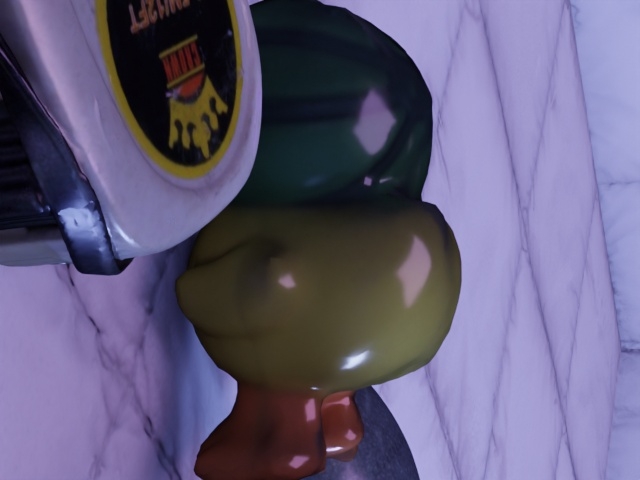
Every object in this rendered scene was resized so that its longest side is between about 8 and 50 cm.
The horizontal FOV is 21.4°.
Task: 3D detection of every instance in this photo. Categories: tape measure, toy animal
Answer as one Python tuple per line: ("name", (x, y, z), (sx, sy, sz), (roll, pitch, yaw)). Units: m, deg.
("tape measure", (-0.137, -0.082, 0.844), (0.271, 0.133, 0.231), (-46, 127, -63))
("toy animal", (0.003, -0.001, 1.176), (0.216, 0.191, 0.338), (-8, 99, -72))

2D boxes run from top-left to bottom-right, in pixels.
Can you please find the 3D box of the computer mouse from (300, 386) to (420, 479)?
("computer mouse", (0.027, 0.279, 1.403), (0.203, 0.114, 0.374), (-51, 140, -64))
